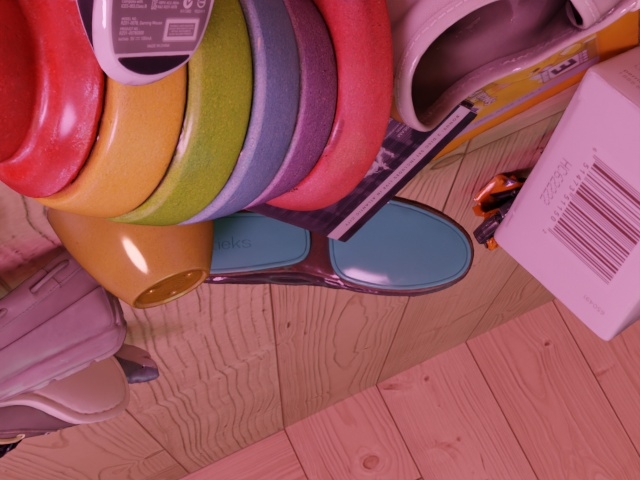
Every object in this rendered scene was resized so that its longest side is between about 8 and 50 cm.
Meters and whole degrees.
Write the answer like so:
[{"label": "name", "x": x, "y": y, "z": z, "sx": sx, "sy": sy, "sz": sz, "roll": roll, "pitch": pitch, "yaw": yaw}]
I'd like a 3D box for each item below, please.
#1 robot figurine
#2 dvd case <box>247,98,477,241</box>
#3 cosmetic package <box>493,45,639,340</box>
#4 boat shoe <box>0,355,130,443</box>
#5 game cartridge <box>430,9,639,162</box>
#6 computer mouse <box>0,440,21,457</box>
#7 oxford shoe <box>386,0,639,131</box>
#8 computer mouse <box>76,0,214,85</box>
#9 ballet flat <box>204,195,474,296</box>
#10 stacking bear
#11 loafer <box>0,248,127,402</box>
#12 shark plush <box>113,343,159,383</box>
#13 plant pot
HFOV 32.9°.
[{"label": "robot figurine", "x": 0.321, "y": -0.083, "z": 1.386, "sx": 0.291, "sy": 0.085, "sz": 0.211, "roll": -35, "pitch": 162, "yaw": 25}, {"label": "dvd case", "x": -0.010, "y": -0.079, "z": 0.811, "sx": 0.221, "sy": 0.018, "sz": 0.164, "roll": 18, "pitch": 129, "yaw": -40}, {"label": "cosmetic package", "x": 0.409, "y": -0.101, "z": 1.119, "sx": 0.453, "sy": 0.161, "sz": 0.230, "roll": -24, "pitch": 150, "yaw": -39}, {"label": "boat shoe", "x": -0.311, "y": 0.145, "z": 1.063, "sx": 0.091, "sy": 0.109, "sz": 0.305, "roll": -33, "pitch": 158, "yaw": 23}, {"label": "game cartridge", "x": 0.116, "y": -0.142, "z": 0.923, "sx": 0.324, "sy": 0.052, "sz": 0.285, "roll": -30, "pitch": 164, "yaw": 10}, {"label": "computer mouse", "x": -0.460, "y": 0.248, "z": 1.237, "sx": 0.272, "sy": 0.072, "sz": 0.188, "roll": -31, "pitch": 167, "yaw": -33}, {"label": "oxford shoe", "x": 0.187, "y": -0.215, "z": 0.644, "sx": 0.449, "sy": 0.130, "sz": 0.169, "roll": -35, "pitch": 159, "yaw": 10}, {"label": "computer mouse", "x": -0.070, "y": -0.160, "z": 0.442, "sx": 0.106, "sy": 0.042, "sz": 0.193, "roll": -14, "pitch": 125, "yaw": -53}, {"label": "ballet flat", "x": 0.000, "y": 0.000, "z": 1.018, "sx": 0.280, "sy": 0.095, "sz": 0.096, "roll": 4, "pitch": 178, "yaw": -2}, {"label": "stacking bear", "x": -0.115, "y": -0.086, "z": 0.550, "sx": 0.289, "sy": 0.164, "sz": 0.175, "roll": -5, "pitch": 154, "yaw": -43}, {"label": "loafer", "x": -0.313, "y": 0.099, "z": 0.876, "sx": 0.319, "sy": 0.111, "sz": 0.112, "roll": -25, "pitch": -178, "yaw": -31}, {"label": "shark plush", "x": -0.266, "y": 0.152, "z": 1.221, "sx": 0.161, "sy": 0.067, "sz": 0.073, "roll": -17, "pitch": 162, "yaw": -33}, {"label": "plant pot", "x": -0.140, "y": -0.001, "z": 0.876, "sx": 0.134, "sy": 0.095, "sz": 0.134, "roll": -24, "pitch": 164, "yaw": -7}]
